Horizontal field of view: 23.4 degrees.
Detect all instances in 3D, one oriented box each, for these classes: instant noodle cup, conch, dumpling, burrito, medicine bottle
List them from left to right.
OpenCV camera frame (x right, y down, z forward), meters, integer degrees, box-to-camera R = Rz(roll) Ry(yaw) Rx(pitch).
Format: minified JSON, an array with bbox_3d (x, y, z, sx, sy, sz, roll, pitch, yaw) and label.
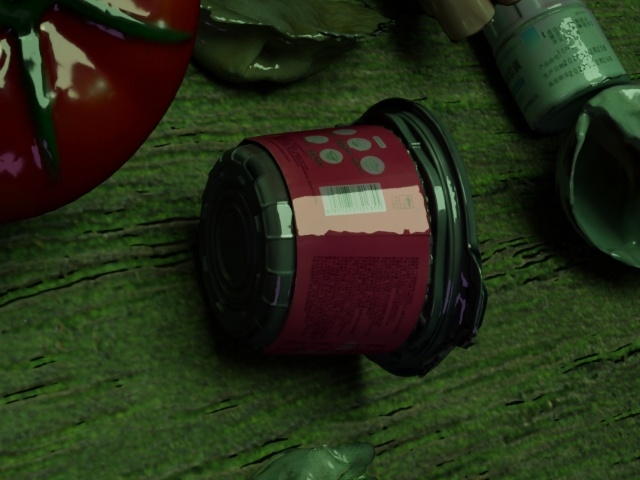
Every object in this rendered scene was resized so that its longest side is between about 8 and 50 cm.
[{"bbox_3d":[-0.047,0.251,1.287,0.096,0.066,0.309,55,43,-2],"label":"burrito"},{"bbox_3d":[-0.033,-0.209,1.611,0.332,0.086,0.166,-7,34,-43],"label":"dumpling"},{"bbox_3d":[0.000,0.000,1.394,0.182,0.302,0.258,-2,105,-26],"label":"instant noodle cup"},{"bbox_3d":[0.277,-0.229,1.851,0.135,0.135,0.168,-10,69,-44],"label":"medicine bottle"},{"bbox_3d":[0.412,-0.060,1.808,0.368,0.197,0.249,42,84,-19],"label":"conch"}]

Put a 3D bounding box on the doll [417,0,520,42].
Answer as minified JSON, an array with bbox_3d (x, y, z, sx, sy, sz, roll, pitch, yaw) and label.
[{"bbox_3d":[0.110,-0.386,1.745,0.268,0.284,0.216,49,5,-27],"label":"doll"}]

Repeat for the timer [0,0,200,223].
[{"bbox_3d":[-0.284,-0.200,1.207,0.378,0.279,0.377,-4,98,-34],"label":"timer"}]
